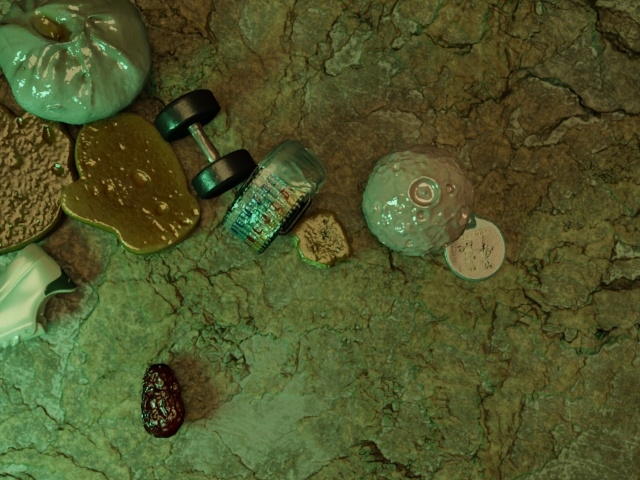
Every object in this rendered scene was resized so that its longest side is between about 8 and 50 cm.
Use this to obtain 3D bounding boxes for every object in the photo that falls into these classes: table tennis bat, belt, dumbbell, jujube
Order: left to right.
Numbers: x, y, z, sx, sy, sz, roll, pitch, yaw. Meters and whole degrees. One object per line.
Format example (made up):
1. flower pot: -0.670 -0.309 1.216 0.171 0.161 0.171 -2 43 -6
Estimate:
1. jujube: -0.354 0.360 1.637 0.104 0.104 0.165 0 72 -5
2. dumbbell: -0.261 -0.216 1.656 0.152 0.152 0.218 -31 89 -7
3. belt: -0.100 -0.101 1.636 0.150 0.207 0.257 38 98 -3
4. table tennis bat: 0.364 -0.021 1.759 0.153 0.040 0.244 -13 91 -4

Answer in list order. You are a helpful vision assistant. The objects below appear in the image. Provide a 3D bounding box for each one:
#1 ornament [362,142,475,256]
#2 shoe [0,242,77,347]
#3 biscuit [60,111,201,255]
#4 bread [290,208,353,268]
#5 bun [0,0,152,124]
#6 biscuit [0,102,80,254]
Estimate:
1. ornament: 0.220 -0.092 1.649 0.260 0.225 0.259 0 84 0
2. shoe: -0.695 0.189 1.606 0.160 0.132 0.363 40 80 -6
3. biscuit: -0.446 -0.119 1.657 0.287 0.057 0.343 -31 90 -23
4. bread: 0.000 0.000 1.706 0.128 0.069 0.140 -27 88 -5
5. bun: -0.541 -0.429 1.602 0.355 0.194 0.354 1 69 -2
6. biscuit: -0.730 -0.164 1.653 0.359 0.074 0.381 -19 85 -8
